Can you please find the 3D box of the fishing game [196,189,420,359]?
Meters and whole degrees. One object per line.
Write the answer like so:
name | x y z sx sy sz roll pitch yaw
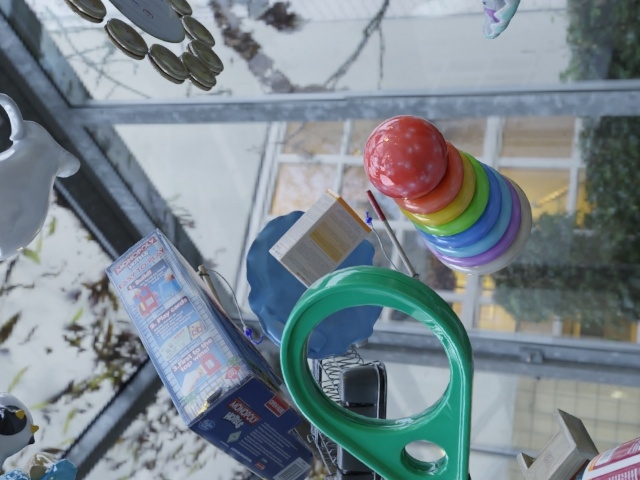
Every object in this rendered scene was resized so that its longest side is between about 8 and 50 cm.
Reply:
fishing game | -0.006 0.054 1.095 0.264 0.041 0.189 -29 -91 -27

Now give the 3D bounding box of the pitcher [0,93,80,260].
pitcher | -0.450 -0.089 1.260 0.177 0.126 0.207 56 -141 -34

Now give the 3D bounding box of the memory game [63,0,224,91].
memory game | -0.150 -0.189 0.711 0.186 0.012 0.186 38 -156 -21

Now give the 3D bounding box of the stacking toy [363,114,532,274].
stacking toy | 0.141 -0.054 1.045 0.330 0.141 0.141 25 -110 -61

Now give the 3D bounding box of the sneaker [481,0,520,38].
sneaker | 0.121 -0.202 0.665 0.038 0.069 0.098 -66 -3 -49

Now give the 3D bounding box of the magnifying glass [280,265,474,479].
magnifying glass | 0.057 0.114 0.459 0.231 0.092 0.026 62 -158 -16

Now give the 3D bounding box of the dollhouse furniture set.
dollhouse furniture set | 0.291 0.324 1.046 0.183 0.129 0.129 -58 16 19

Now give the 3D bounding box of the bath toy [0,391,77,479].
bath toy | -0.450 0.204 1.075 0.348 0.129 0.151 54 -144 -30

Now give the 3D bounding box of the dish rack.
dish rack | 0.032 0.255 1.372 0.271 0.074 0.208 -139 51 -75

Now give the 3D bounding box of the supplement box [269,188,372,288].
supplement box | 0.000 0.000 1.002 0.098 0.036 0.062 -46 -60 -4

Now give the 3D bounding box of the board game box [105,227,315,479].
board game box | -0.087 0.090 0.721 0.060 0.194 0.194 -38 -33 -3

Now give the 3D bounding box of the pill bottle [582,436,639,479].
pill bottle | 0.266 0.178 0.653 0.152 0.086 0.086 127 164 -58
